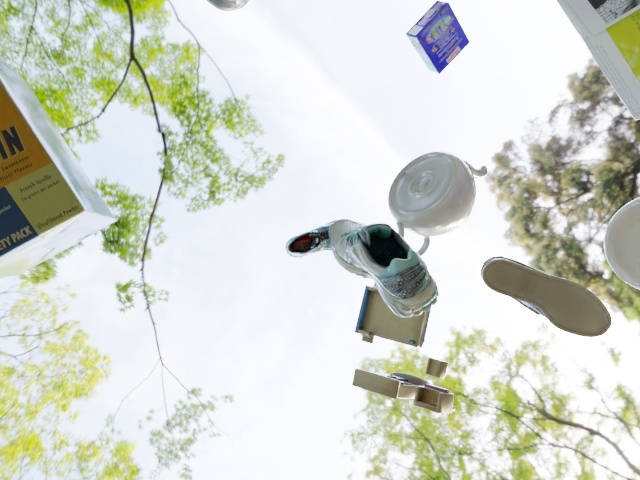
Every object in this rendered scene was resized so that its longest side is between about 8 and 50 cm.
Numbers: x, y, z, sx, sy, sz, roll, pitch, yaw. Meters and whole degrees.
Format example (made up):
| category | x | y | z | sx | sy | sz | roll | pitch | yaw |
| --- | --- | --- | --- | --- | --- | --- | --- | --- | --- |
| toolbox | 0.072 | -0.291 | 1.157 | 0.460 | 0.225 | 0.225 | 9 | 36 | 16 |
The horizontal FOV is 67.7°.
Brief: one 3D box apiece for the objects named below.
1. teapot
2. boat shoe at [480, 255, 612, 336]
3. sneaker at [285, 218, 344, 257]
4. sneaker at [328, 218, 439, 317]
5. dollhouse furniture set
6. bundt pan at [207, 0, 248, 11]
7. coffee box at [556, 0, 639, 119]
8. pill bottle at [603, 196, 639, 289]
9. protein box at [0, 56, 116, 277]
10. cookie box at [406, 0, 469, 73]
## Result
| category | x | y | z | sx | sy | sz | roll | pitch | yaw |
| --- | --- | --- | --- | --- | --- | --- | --- | --- | --- |
| teapot | 0.321 | -0.102 | 1.310 | 0.187 | 0.256 | 0.252 | 38 | -135 | -38 |
| boat shoe | 0.351 | 0.082 | 0.753 | 0.206 | 0.065 | 0.075 | 26 | -78 | 6 |
| sneaker | 0.000 | 0.000 | 1.053 | 0.162 | 0.073 | 0.063 | -22 | -91 | 1 |
| sneaker | 0.098 | 0.008 | 0.835 | 0.110 | 0.283 | 0.122 | -34 | -54 | -13 |
| dollhouse furniture set | 0.264 | 0.279 | 1.308 | 0.198 | 0.287 | 0.303 | 23 | -103 | -49 |
| bundt pan | -0.174 | -0.697 | 1.169 | 0.124 | 0.331 | 0.330 | 43 | -110 | -17 |
| coffee box | 0.579 | -0.431 | 0.645 | 0.337 | 0.334 | 0.338 | -46 | -76 | -18 |
| pill bottle | 0.516 | 0.005 | 0.678 | 0.229 | 0.131 | 0.131 | 1 | -96 | -39 |
| protein box | -0.341 | -0.077 | 0.494 | 0.136 | 0.200 | 0.201 | -33 | -82 | -13 |
| cookie box | 0.241 | -0.413 | 0.974 | 0.092 | 0.040 | 0.107 | -46 | -49 | 6 |
